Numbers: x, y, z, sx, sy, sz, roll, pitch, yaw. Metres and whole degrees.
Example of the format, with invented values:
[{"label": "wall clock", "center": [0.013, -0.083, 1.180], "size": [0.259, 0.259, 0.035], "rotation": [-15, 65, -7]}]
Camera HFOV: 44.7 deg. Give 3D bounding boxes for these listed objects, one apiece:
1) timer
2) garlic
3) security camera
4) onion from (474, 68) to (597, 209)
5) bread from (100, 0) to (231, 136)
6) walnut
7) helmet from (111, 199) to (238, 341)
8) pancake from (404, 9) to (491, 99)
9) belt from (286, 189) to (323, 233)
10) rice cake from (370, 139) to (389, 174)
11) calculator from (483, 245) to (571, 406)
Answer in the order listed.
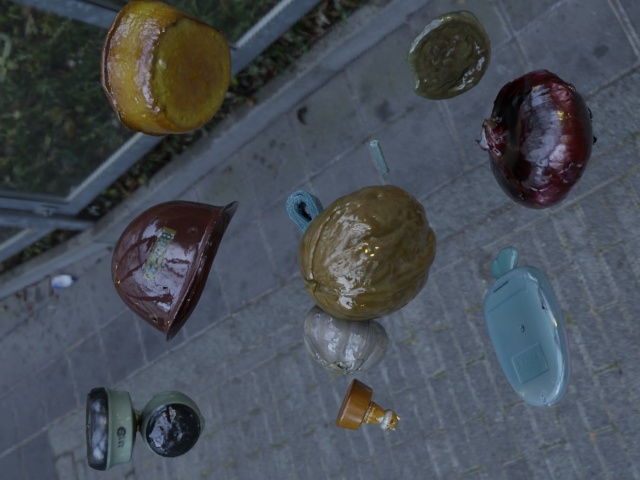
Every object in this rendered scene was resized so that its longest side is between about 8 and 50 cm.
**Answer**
[{"label": "timer", "center": [0.132, 0.445, 2.009], "size": [0.152, 0.132, 0.132], "rotation": [22, 104, 2]}, {"label": "garlic", "center": [0.057, 0.243, 1.875], "size": [0.228, 0.228, 0.152], "rotation": [10, 75, 42]}, {"label": "security camera", "center": [-0.426, 0.454, 1.905], "size": [0.191, 0.277, 0.197], "rotation": [-174, 85, -68]}, {"label": "onion", "center": [0.464, -0.220, 1.705], "size": [0.314, 0.232, 0.314], "rotation": [178, 90, -77]}, {"label": "bread", "center": [-0.334, -0.369, 1.698], "size": [0.172, 0.312, 0.312], "rotation": [16, 97, 34]}, {"label": "walnut", "center": [0.108, 0.029, 1.690], "size": [0.277, 0.313, 0.252], "rotation": [65, 155, 1]}, {"label": "helmet", "center": [-0.382, 0.034, 1.913], "size": [0.230, 0.337, 0.385], "rotation": [23, 82, -1]}, {"label": "pancake", "center": [0.302, -0.426, 1.826], "size": [0.236, 0.222, 0.042], "rotation": [92, 164, -44]}, {"label": "belt", "center": [0.000, 0.000, 2.008], "size": [0.087, 0.072, 0.302], "rotation": [-35, 62, 16]}, {"label": "rice cake", "center": [0.161, -0.223, 2.105], "size": [0.022, 0.121, 0.022], "rotation": [-4, 49, 22]}, {"label": "calculator", "center": [0.370, 0.154, 1.421], "size": [0.185, 0.041, 0.299], "rotation": [130, 131, -55]}]
